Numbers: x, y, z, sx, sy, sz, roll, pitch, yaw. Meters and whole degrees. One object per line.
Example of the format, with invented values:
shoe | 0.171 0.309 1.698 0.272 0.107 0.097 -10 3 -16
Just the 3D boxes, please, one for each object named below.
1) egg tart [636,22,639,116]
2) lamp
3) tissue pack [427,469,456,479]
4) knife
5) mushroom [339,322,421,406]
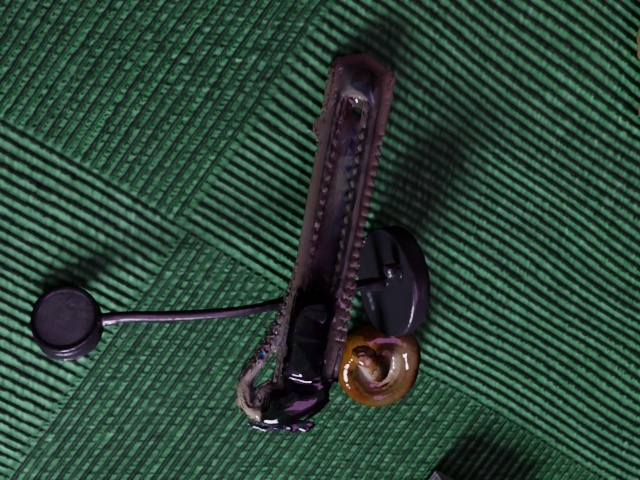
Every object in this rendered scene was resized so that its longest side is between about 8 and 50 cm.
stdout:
egg tart | 0.480 -0.174 1.597 0.352 0.150 0.352 -7 117 -13
lamp | -0.082 0.077 1.553 0.371 0.130 0.108 -17 155 -7
tissue pack | 0.128 0.331 1.743 0.109 0.060 0.148 30 102 -26
knife | 0.001 0.000 1.491 0.089 0.043 0.365 14 83 -3
mushroom | 0.054 0.115 1.613 0.088 0.072 0.129 -18 156 7
